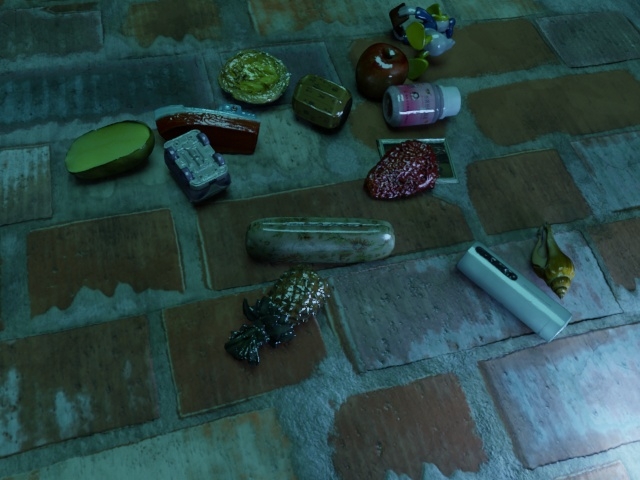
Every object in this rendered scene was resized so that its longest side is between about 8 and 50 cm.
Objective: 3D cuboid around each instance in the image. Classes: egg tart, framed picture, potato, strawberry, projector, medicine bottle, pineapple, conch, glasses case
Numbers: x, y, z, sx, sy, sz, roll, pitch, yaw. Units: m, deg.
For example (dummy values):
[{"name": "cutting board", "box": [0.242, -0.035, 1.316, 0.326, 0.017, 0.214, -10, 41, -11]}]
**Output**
[{"name": "egg tart", "box": [-0.225, -0.552, 2.054, 0.252, 0.098, 0.231, 7, 64, 2]}, {"name": "framed picture", "box": [0.324, -0.268, 1.982, 0.252, 0.014, 0.197, -2, 59, -8]}, {"name": "potato", "box": [-0.627, -0.262, 1.811, 0.272, 0.111, 0.160, -23, 55, -4]}, {"name": "strawberry", "box": [0.271, -0.234, 1.883, 0.286, 0.106, 0.188, -28, 64, -21]}, {"name": "projector", "box": [0.547, 0.142, 1.695, 0.337, 0.108, 0.108, 41, 62, 18]}, {"name": "medicine bottle", "box": [0.347, -0.468, 2.035, 0.247, 0.147, 0.147, -8, 59, -11]}, {"name": "pineapple", "box": [-0.122, 0.194, 1.576, 0.170, 0.141, 0.310, 41, 70, 13]}, {"name": "conch", "box": [0.697, 0.061, 1.780, 0.093, 0.109, 0.330, 47, 32, -21]}, {"name": "glasses case", "box": [0.000, 0.000, 1.690, 0.425, 0.156, 0.098, 0, 56, -6]}]

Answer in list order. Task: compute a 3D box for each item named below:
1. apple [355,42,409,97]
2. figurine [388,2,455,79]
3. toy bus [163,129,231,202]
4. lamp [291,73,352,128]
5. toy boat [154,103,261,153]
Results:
[{"name": "apple", "box": [0.215, -0.594, 2.084, 0.181, 0.168, 0.181, 5, 54, -7]}, {"name": "figurine", "box": [0.391, -0.789, 2.260, 0.283, 0.204, 0.338, 38, 49, 25]}, {"name": "toy bus", "box": [-0.368, -0.215, 1.792, 0.142, 0.142, 0.202, -29, 64, -22]}, {"name": "lamp", "box": [0.006, -0.464, 1.989, 0.185, 0.161, 0.161, 23, 58, 9]}, {"name": "toy boat", "box": [-0.360, -0.372, 1.889, 0.332, 0.145, 0.133, 4, 57, -11]}]
